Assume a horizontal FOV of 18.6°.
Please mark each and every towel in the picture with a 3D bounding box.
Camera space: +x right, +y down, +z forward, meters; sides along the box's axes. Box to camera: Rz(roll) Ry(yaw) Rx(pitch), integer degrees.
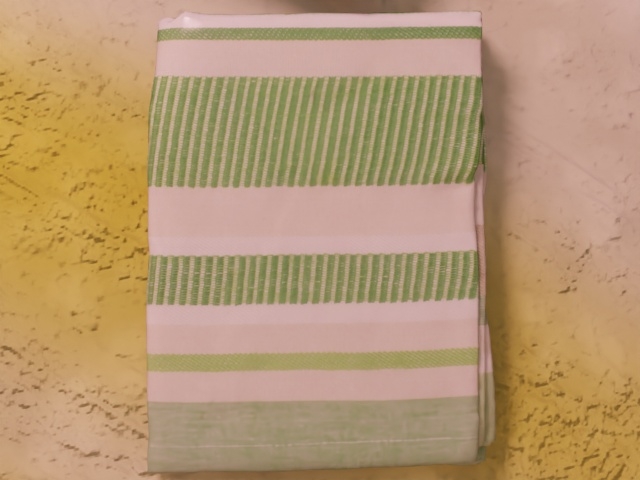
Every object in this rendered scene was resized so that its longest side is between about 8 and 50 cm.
[{"bbox_3d":[0.000,0.000,1.382,0.248,0.038,0.325,-1,91,-3],"label":"towel"}]
